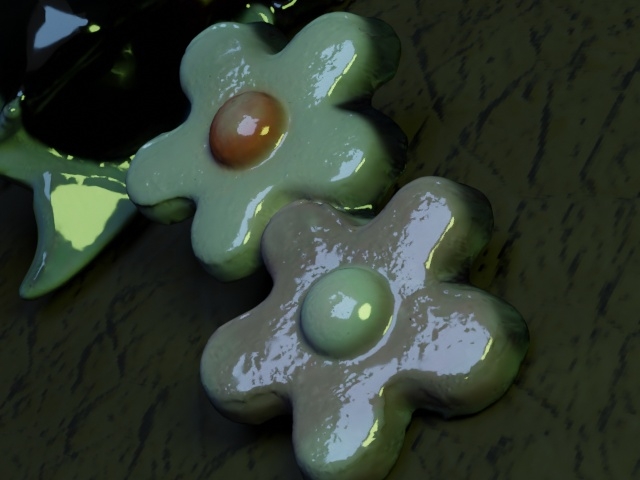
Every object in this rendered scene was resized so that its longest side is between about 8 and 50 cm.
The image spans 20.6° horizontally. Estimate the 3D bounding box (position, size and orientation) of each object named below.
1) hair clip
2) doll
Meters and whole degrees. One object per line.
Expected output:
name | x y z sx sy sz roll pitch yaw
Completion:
hair clip | -0.003 -0.004 0.773 0.146 0.075 0.257 -27 43 4
doll | -0.098 -0.118 0.908 0.316 0.145 0.103 -43 26 -12
